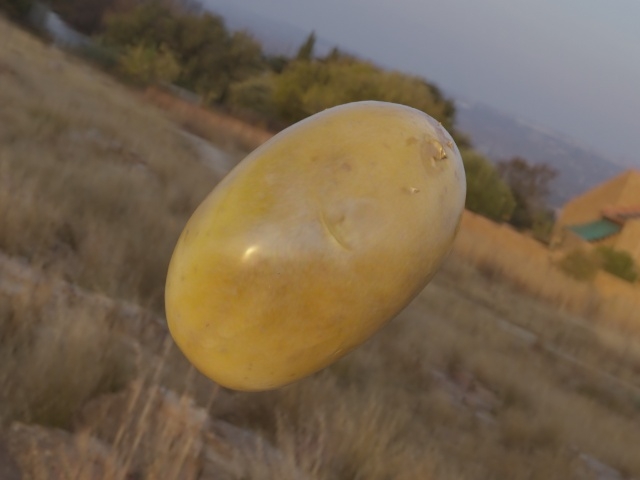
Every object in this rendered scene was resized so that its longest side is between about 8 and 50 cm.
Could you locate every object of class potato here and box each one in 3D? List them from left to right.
[{"bbox_3d":[0.000,0.000,0.815,0.150,0.234,0.146,55,-29,-17],"label":"potato"}]
